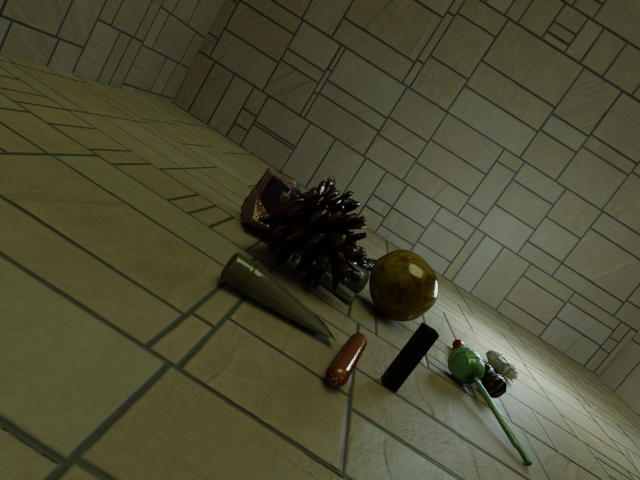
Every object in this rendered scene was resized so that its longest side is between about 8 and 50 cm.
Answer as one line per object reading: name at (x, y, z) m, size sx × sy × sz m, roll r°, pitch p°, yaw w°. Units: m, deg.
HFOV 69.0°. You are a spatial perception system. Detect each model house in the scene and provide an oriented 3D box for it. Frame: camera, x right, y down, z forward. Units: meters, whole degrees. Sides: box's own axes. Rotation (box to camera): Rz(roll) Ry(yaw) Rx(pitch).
model house at (-0.167, -0.122, 1.819) m, size 0.202 × 0.237 × 0.237 m, roll 32°, pitch 14°, yaw -25°

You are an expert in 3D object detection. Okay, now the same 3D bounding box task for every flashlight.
flashlight at (0.588, 0.476, 1.700) m, size 0.093 × 0.093 × 0.232 m, roll 30°, pitch 12°, yaw -14°

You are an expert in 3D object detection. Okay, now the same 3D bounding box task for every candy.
candy at (0.529, 0.501, 1.454) m, size 0.119 × 0.119 × 0.440 m, roll 27°, pitch 20°, yaw -26°

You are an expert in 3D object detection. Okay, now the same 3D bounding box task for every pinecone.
pinecone at (0.000, 0.000, 1.573) m, size 0.385 × 0.384 × 0.384 m, roll 31°, pitch 12°, yaw -7°

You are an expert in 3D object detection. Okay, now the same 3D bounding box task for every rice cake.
rice cake at (0.036, 0.150, 1.695) m, size 0.222 × 0.042 × 0.080 m, roll 36°, pitch 8°, yaw 19°

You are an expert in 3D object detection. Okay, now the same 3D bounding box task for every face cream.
face cream at (-0.104, 0.157, 1.240) m, size 0.341 × 0.084 × 0.137 m, roll 36°, pitch 1°, yaw -18°
face cream at (0.060, 0.105, 1.796) m, size 0.252 × 0.101 × 0.101 m, roll 30°, pitch 12°, yaw -10°

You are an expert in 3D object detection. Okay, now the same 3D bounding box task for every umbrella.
umbrella at (0.210, 0.117, 2.250) m, size 0.071 × 0.070 × 0.248 m, roll 39°, pitch 17°, yaw 28°

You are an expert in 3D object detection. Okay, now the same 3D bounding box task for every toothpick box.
toothpick box at (0.559, 0.434, 1.886) m, size 0.047 × 0.047 × 0.083 m, roll 34°, pitch 12°, yaw 8°

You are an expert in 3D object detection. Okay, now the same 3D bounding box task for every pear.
pear at (0.310, 0.170, 1.773) m, size 0.281 × 0.280 × 0.280 m, roll 31°, pitch 12°, yaw -7°

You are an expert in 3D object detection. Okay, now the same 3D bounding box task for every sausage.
sausage at (0.070, 0.293, 1.171) m, size 0.053 × 0.053 × 0.348 m, roll 35°, pitch 11°, yaw 10°

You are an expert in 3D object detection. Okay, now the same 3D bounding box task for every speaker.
speaker at (0.229, 0.302, 1.207) m, size 0.046 × 0.191 × 0.040 m, roll 32°, pitch 13°, yaw -9°

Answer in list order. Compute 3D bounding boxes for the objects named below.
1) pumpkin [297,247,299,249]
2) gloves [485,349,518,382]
pumpkin at (0.004, -0.008, 1.868) m, size 0.162 × 0.219 × 0.219 m, roll 59°, pitch 19°, yaw 15°
gloves at (0.781, 0.532, 2.007) m, size 0.114 × 0.070 × 0.153 m, roll 28°, pitch 11°, yaw -21°
